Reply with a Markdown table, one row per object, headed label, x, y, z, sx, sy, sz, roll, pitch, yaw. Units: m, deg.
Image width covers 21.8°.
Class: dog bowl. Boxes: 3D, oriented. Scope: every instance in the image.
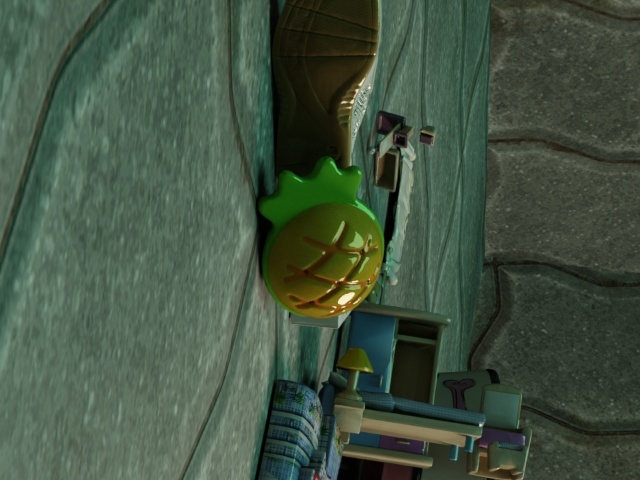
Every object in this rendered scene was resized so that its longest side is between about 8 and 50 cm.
| label | x | y | z | sx | sy | sz | roll | pitch | yaw |
| --- | --- | --- | --- | --- | --- | --- | --- | --- | --- |
| dog bowl | 0.138 | 0.370 | 2.361 | 0.408 | 0.150 | 0.408 | -168 | -90 | -89 |

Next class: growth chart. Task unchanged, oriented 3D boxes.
| label | x | y | z | sx | sy | sz | roll | pitch | yaw |
| --- | --- | --- | --- | --- | --- | --- | --- | --- | --- |
| growth chart | 0.123 | -0.045 | 2.586 | 0.172 | 0.021 | 0.237 | 64 | 34 | -74 |

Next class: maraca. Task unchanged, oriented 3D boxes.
| label | x | y | z | sx | sy | sz | roll | pitch | yaw |
| --- | --- | --- | --- | --- | --- | --- | --- | --- | --- |
| maraca | 0.000 | 0.000 | 1.626 | 0.099 | 0.127 | 0.185 | -127 | -160 | -49 |

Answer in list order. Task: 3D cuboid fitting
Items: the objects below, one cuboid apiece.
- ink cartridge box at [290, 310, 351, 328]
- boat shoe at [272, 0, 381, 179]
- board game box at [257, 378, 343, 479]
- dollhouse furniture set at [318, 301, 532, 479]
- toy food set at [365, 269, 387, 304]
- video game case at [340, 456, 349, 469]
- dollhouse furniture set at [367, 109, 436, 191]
| label | x | y | z | sx | sy | sz | roll | pitch | yaw |
| --- | --- | --- | --- | --- | --- | --- | --- | --- | --- |
| ink cartridge box | 0.009 | 0.034 | 1.858 | 0.135 | 0.056 | 0.099 | -45 | 139 | -74 |
| boat shoe | 0.006 | -0.171 | 1.615 | 0.096 | 0.098 | 0.277 | -72 | 174 | -52 |
| board game box | -0.026 | 0.276 | 1.801 | 0.194 | 0.060 | 0.194 | 77 | 21 | -63 |
| dollhouse furniture set | 0.143 | 0.168 | 2.046 | 0.303 | 0.286 | 0.198 | 106 | -7 | -77 |
| toy food set | 0.068 | 0.043 | 2.336 | 0.122 | 0.019 | 0.078 | 62 | 34 | -60 |
| video game case | 0.036 | 0.253 | 2.293 | 0.087 | 0.011 | 0.122 | 53 | 44 | -77 |
| dollhouse furniture set | 0.101 | -0.102 | 2.286 | 0.081 | 0.091 | 0.114 | -48 | 149 | -48 |
